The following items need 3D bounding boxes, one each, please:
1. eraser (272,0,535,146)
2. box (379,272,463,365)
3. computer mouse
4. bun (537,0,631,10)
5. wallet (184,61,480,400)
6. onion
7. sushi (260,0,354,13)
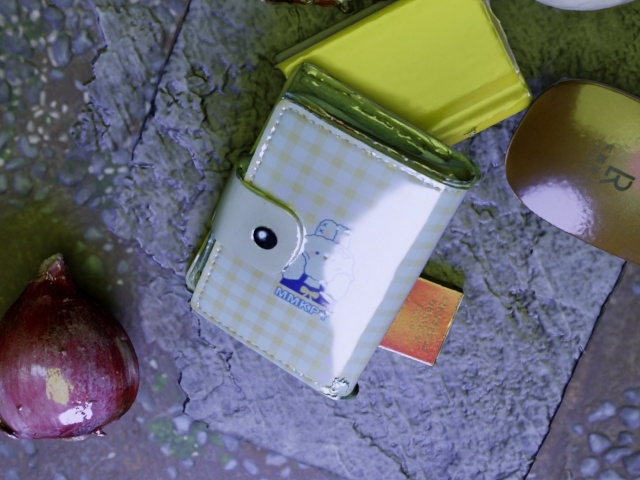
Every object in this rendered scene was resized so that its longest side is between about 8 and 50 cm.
[{"bbox_3d":[0.086,-0.161,1.605,0.226,0.069,0.158,-27,103,9],"label":"eraser"},{"bbox_3d":[0.075,0.070,1.701,0.133,0.023,0.090,21,104,-6],"label":"box"},{"bbox_3d":[0.336,-0.056,1.609,0.310,0.072,0.158,22,117,-15],"label":"computer mouse"},{"bbox_3d":[0.259,-0.394,1.458,0.361,0.213,0.361,-13,121,-23],"label":"bun"},{"bbox_3d":[0.000,0.000,1.605,0.223,0.077,0.309,28,126,-1],"label":"wallet"},{"bbox_3d":[-0.268,0.109,1.656,0.159,0.159,0.195,-6,94,2],"label":"onion"},{"bbox_3d":[-0.031,-0.278,1.556,0.226,0.103,0.097,10,91,-4],"label":"sushi"}]
